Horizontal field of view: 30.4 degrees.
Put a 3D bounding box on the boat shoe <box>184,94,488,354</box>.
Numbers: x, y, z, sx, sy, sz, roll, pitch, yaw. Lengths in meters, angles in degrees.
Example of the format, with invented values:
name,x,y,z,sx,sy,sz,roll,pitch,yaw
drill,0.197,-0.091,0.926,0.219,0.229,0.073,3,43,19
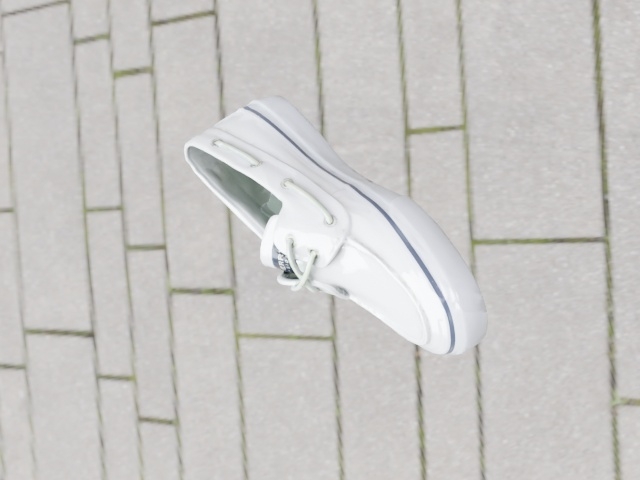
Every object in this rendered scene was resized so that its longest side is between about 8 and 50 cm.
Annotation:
name,x,y,z,sx,sy,sz,roll,pitch,yaw
boat shoe,0.000,0.000,0.684,0.226,0.076,0.083,43,150,40
